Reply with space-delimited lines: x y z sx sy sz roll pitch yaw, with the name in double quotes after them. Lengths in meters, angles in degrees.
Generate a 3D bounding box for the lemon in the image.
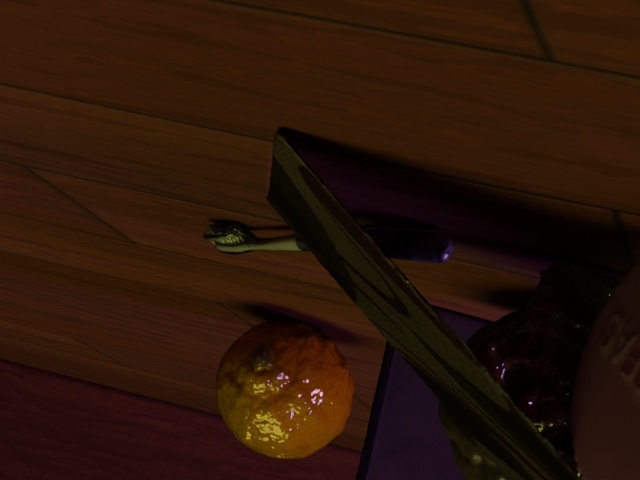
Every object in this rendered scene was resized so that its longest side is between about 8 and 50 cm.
-0.037 0.150 1.871 0.142 0.142 0.187 12 163 19 "lemon"

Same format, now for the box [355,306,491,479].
0.168 0.176 1.590 0.252 0.188 0.153 12 167 5 "box"

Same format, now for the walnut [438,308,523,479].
0.184 0.138 1.382 0.230 0.178 0.178 16 173 42 "walnut"

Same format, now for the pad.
0.075 0.077 1.164 0.330 0.004 0.220 49 172 6 "pad"

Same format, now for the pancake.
0.218 0.126 1.227 0.212 0.056 0.257 -38 100 30 "pancake"

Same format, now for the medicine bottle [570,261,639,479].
0.307 0.118 1.064 0.290 0.178 0.178 21 169 -24 "medicine bottle"

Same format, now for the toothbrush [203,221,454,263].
0.000 0.000 1.338 0.026 0.024 0.288 39 160 -30 "toothbrush"
